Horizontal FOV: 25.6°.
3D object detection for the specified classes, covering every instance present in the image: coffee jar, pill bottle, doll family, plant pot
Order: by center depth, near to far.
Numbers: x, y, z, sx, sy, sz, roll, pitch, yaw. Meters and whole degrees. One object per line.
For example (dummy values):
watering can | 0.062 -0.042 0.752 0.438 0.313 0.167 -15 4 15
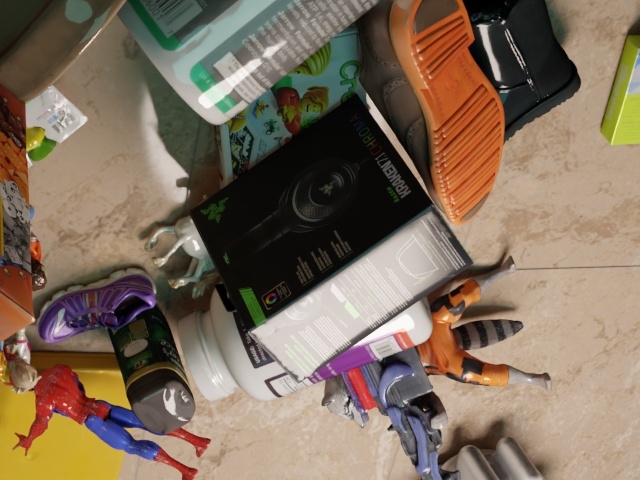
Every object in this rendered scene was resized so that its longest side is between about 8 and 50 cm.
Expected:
plant pot | -0.317 -0.313 1.455 0.229 0.263 0.263 38 108 -19
pill bottle | -0.038 -0.311 1.560 0.361 0.204 0.204 -37 131 6
doll family | -0.412 0.090 1.769 0.118 0.163 0.263 -3 128 -20
coffee jar | -0.228 0.170 1.893 0.079 0.184 0.096 -28 132 2
pill bottle | -0.022 0.104 1.910 0.323 0.181 0.181 -21 133 8

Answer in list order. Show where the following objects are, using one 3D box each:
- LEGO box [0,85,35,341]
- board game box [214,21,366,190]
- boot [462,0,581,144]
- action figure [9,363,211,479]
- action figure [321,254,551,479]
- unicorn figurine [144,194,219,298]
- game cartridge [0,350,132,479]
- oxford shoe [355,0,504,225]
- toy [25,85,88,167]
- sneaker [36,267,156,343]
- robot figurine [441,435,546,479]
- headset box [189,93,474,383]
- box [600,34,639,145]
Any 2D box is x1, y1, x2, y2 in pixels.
LEGO box | -0.554 0.032 1.486 0.500 0.372 0.193 -32 131 15
board game box | -0.038 -0.137 1.808 0.193 0.053 0.305 -13 131 -12
boot | 0.199 -0.219 1.808 0.246 0.094 0.207 -33 131 6
action figure | -0.305 0.261 1.921 0.280 0.091 0.139 30 136 -7
action figure | 0.165 0.211 2.078 0.330 0.178 0.341 -16 95 0
unicorn figurine | -0.172 0.003 1.872 0.111 0.060 0.162 -35 146 -5
game cartridge | -0.419 0.291 2.013 0.285 0.052 0.323 4 123 -24
oxford shoe | 0.131 -0.176 1.741 0.130 0.133 0.363 -41 133 -27
toy | -0.398 -0.180 1.629 0.137 0.056 0.237 -37 127 8
sneaker | -0.300 0.094 1.880 0.170 0.071 0.068 -25 132 0
robot figurine | 0.270 0.490 2.339 0.300 0.199 0.353 -8 130 -18
headset box | 0.000 0.000 1.730 0.283 0.246 0.131 -35 134 6
box | 0.461 -0.217 1.946 0.109 0.042 0.178 -5 129 -19
